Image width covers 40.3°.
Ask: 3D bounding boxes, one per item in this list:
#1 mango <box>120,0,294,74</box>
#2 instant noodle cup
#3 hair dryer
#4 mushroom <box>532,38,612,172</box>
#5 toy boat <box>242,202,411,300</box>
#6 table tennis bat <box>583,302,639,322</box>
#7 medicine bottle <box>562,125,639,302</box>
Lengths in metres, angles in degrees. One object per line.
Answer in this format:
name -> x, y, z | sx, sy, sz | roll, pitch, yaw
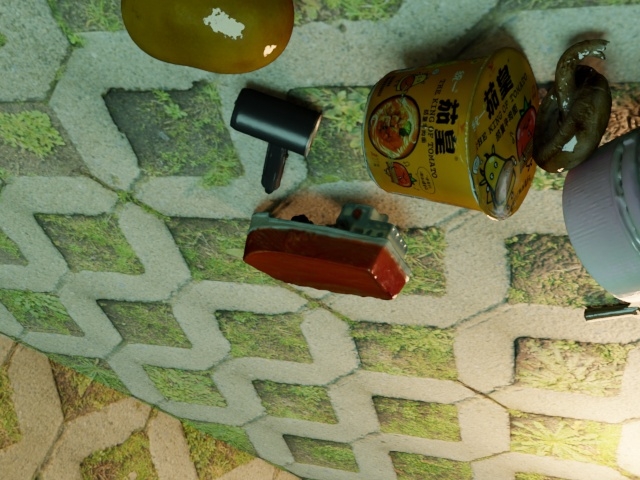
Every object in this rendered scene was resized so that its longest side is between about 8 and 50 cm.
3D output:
mango -> -0.154, -0.296, 1.107 | 0.254, 0.139, 0.175 | 9, 140, 26
instant noodle cup -> 0.167, -0.138, 1.126 | 0.172, 0.216, 0.216 | 6, 146, 36
hair dryer -> -0.085, -0.139, 1.380 | 0.128, 0.070, 0.255 | 21, 152, -2
mushroom -> 0.315, -0.164, 1.071 | 0.080, 0.135, 0.170 | 8, 118, -9
toy boat -> 0.000, 0.000, 1.492 | 0.332, 0.133, 0.145 | 8, 152, 36
table tennis bat -> 0.557, 0.112, 1.456 | 0.234, 0.022, 0.131 | -11, 138, 35
medicine bottle -> 0.472, -0.066, 1.012 | 0.256, 0.256, 0.325 | 34, 147, -22
